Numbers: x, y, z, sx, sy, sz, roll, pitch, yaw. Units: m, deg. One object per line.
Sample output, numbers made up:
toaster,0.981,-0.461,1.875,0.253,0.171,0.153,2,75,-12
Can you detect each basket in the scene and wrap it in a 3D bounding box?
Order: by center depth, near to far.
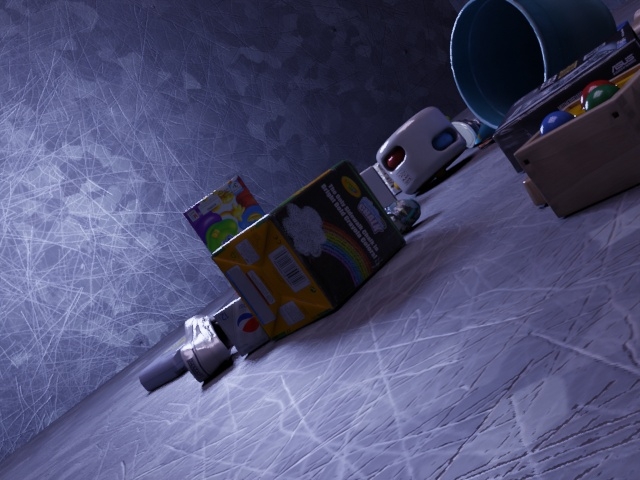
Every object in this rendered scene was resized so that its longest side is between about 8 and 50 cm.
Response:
basket,0.210,-0.195,2.366,0.113,0.103,0.167,-36,3,-10

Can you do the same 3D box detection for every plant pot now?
plant pot,0.450,-0.385,1.640,0.255,0.271,0.272,-21,-3,-26

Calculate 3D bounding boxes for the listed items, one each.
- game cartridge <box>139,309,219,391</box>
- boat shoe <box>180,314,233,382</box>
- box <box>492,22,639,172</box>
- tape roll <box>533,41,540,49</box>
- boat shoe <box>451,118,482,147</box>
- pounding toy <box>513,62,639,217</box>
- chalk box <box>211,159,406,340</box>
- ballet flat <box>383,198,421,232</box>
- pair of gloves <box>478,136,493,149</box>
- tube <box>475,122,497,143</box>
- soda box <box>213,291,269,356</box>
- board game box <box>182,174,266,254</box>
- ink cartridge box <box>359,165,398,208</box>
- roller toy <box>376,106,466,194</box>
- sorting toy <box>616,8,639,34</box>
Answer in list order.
game cartridge,-0.290,0.239,1.907,0.196,0.060,0.294,-37,2,44
boat shoe,-0.202,0.183,1.516,0.088,0.096,0.267,-32,5,0
box,0.415,-0.235,1.305,0.242,0.076,0.307,-34,5,27
tape roll,0.494,-0.422,1.910,0.275,0.090,0.274,-30,-24,-15
boat shoe,0.389,-0.290,2.112,0.079,0.084,0.233,-36,1,4
pounding toy,0.280,-0.109,0.852,0.181,0.094,0.206,-39,6,-39
chalk box,0.000,0.000,1.347,0.179,0.180,0.289,-32,5,44
ballet flat,0.112,-0.022,1.513,0.070,0.070,0.188,-39,2,-37
pair of gloves,0.405,-0.239,1.908,0.074,0.010,0.083,-36,1,11
tube,0.399,-0.273,1.893,0.080,0.052,0.207,-62,0,0
soda box,-0.101,0.112,1.491,0.098,0.091,0.286,-34,5,12
board game box,-0.154,0.016,1.727,0.144,0.275,0.142,-36,4,-6
ink cartridge box,0.028,-0.040,1.917,0.226,0.131,0.306,-37,3,-18
roller toy,0.242,-0.206,1.921,0.209,0.146,0.191,-41,-6,11
sorting toy,0.781,-0.520,1.789,0.348,0.047,0.196,-34,9,32
